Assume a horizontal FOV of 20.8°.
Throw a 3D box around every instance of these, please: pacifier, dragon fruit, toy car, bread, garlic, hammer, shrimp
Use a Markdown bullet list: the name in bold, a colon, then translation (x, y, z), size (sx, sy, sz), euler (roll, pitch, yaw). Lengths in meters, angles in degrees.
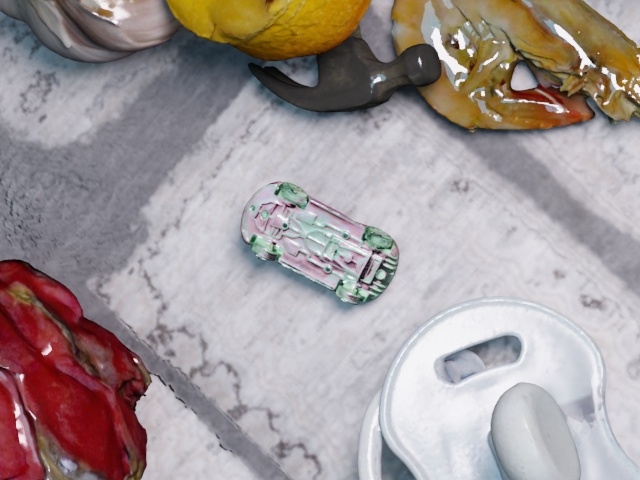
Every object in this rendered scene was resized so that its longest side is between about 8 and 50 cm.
- **pacifier**: translation (0.153, 0.178, 1.393), size (0.227, 0.207, 0.279), euler (-19, 81, -10)
- **dragon fruit**: translation (-0.299, 0.168, 1.453), size (0.329, 0.329, 0.329), euler (0, 89, 12)
- **toy car**: translation (0.000, 0.000, 1.516), size (0.142, 0.055, 0.069), euler (28, 103, 1)
- **bread**: translation (-0.035, -0.281, 1.422), size (0.195, 0.142, 0.270), euler (6, 96, 41)
- **garlic**: translation (-0.206, -0.285, 1.496), size (0.207, 0.207, 0.257), euler (4, 85, 12)
- **hammer**: translation (-0.012, -0.325, 1.518), size (0.168, 0.044, 0.440), euler (-14, 82, 29)
- **shrimp**: translation (0.182, -0.142, 1.476), size (0.287, 0.063, 0.152), euler (37, 98, 14)
